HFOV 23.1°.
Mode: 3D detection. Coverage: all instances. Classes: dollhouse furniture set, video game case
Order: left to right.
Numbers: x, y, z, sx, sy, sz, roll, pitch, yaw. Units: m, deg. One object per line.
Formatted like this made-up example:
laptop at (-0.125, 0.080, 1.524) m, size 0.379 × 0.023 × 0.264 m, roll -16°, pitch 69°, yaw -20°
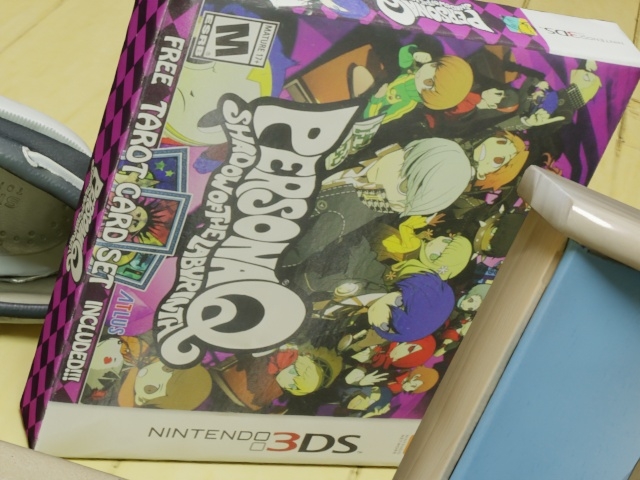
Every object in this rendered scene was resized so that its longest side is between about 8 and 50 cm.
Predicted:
video game case at (0.000, 0.000, 0.663) m, size 0.210 × 0.232 × 0.042 m, roll 6°, pitch 34°, yaw -25°
dollhouse furniture set at (0.158, 0.150, 0.429) m, size 0.286 × 0.198 × 0.303 m, roll 21°, pitch 14°, yaw -18°

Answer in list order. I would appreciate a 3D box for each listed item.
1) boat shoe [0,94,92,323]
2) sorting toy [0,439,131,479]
boat shoe at (-0.216, -0.035, 0.676) m, size 0.302 × 0.114 × 0.091 m, roll 10°, pitch 24°, yaw -33°
sorting toy at (-0.118, 0.154, 0.503) m, size 0.307 × 0.041 × 0.229 m, roll 21°, pitch 38°, yaw -18°
